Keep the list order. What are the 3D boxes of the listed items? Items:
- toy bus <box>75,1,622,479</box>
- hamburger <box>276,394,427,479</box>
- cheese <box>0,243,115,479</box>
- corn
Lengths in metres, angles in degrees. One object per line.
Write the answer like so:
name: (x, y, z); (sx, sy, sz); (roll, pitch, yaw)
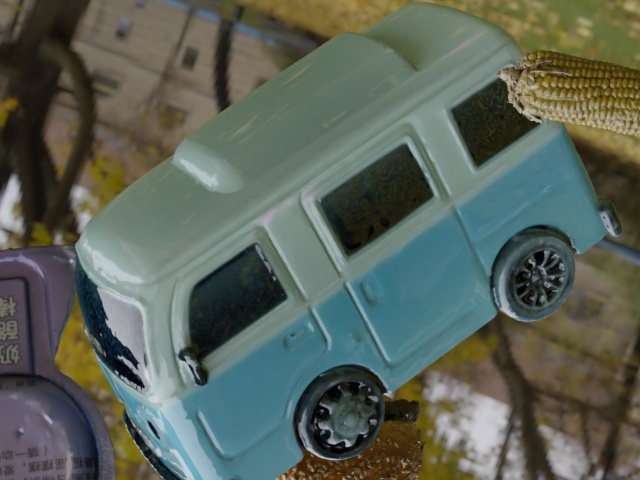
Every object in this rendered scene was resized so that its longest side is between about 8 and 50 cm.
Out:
toy bus: (0.000, 0.000, 0.789); (0.133, 0.271, 0.165); (32, 154, 58)
hamburger: (0.006, 0.180, 1.142); (0.166, 0.137, 0.087); (-1, -140, -37)
cheese: (-0.165, 0.095, 0.810); (0.105, 0.191, 0.042); (-4, 164, -6)
corn: (0.107, -0.053, 0.573); (0.083, 0.028, 0.027); (12, -157, -1)
